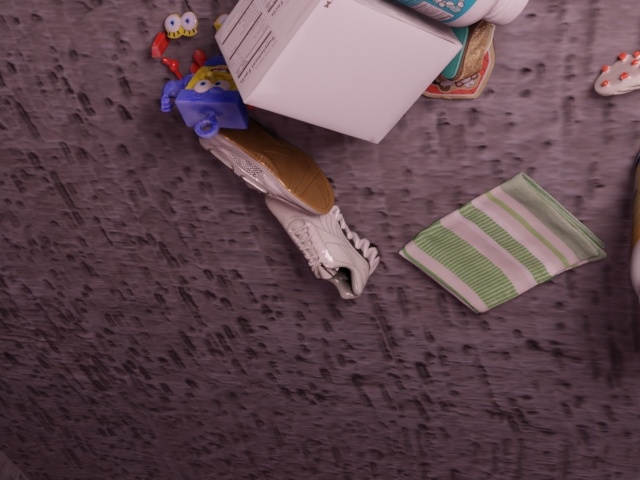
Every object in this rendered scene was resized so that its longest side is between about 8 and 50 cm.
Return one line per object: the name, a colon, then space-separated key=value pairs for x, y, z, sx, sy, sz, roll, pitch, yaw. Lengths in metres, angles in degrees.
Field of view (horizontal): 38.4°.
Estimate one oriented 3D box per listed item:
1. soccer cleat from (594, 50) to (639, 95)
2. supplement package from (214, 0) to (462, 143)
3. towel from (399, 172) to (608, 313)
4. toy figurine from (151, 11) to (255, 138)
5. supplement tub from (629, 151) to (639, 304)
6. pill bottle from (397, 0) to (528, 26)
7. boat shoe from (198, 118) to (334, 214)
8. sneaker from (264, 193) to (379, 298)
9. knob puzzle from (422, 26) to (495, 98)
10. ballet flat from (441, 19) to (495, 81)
soccer cleat: x=0.497 y=-0.250 z=1.341 sx=0.196 sy=0.068 sz=0.076 roll=-24 pitch=128 yaw=37
supplement package: x=0.025 y=-0.279 z=1.299 sx=0.262 sy=0.145 sz=0.204 roll=12 pitch=131 yaw=-41
towel: x=0.338 y=0.019 z=1.741 sx=0.248 sy=0.038 sz=0.325 roll=37 pitch=138 yaw=-21
toy figurine: x=-0.124 y=-0.225 z=1.489 sx=0.363 sy=0.217 sz=0.191 roll=6 pitch=140 yaw=15
supplement tub: x=0.587 y=-0.010 z=1.387 sx=0.229 sy=0.316 sz=0.228 roll=11 pitch=141 yaw=9
pill bottle: x=0.146 y=-0.368 z=1.181 sx=0.264 sy=0.146 sz=0.146 roll=17 pitch=144 yaw=-26
boat shoe: x=-0.100 y=-0.133 z=1.689 sx=0.277 sy=0.098 sz=0.096 roll=38 pitch=138 yaw=-11
sneaker: x=0.000 y=0.000 z=1.789 sx=0.110 sy=0.118 sz=0.292 roll=-23 pitch=124 yaw=42
knob puzzle: x=0.187 y=-0.286 z=1.444 sx=0.213 sy=0.030 sz=0.213 roll=10 pitch=140 yaw=9
ballet flat: x=0.231 y=-0.330 z=1.347 sx=0.067 sy=0.073 sz=0.206 roll=-11 pitch=135 yaw=-31
